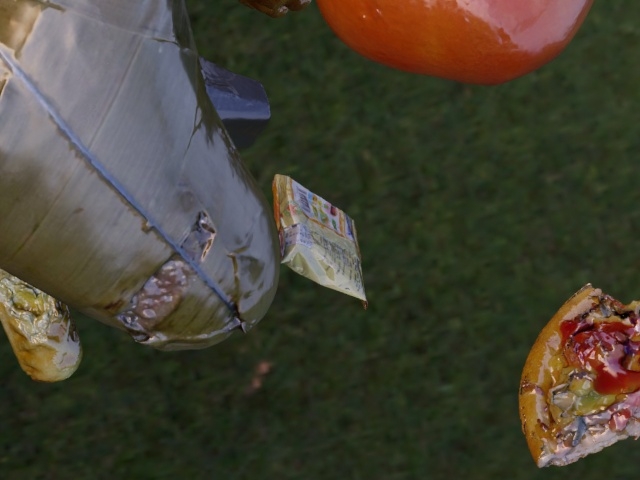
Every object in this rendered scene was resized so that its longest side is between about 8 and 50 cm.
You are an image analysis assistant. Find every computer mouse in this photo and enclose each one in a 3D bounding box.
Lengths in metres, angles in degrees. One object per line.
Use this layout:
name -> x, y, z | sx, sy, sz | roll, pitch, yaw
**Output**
computer mouse -> -0.166, -0.140, 1.826 | 0.264, 0.147, 0.088 | 26, 47, -39

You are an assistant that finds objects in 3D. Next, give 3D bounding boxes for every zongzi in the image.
zongzi -> -0.115, -0.117, 1.328 | 0.356, 0.393, 0.174 | 33, 19, -27

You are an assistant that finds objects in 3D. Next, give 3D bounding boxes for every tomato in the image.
tomato -> 0.111, -0.237, 1.433 | 0.180, 0.259, 0.260 | 83, 19, -53

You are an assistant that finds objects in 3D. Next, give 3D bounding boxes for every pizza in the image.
pizza -> 0.257, 0.097, 1.456 | 0.201, 0.193, 0.053 | -75, 153, -49

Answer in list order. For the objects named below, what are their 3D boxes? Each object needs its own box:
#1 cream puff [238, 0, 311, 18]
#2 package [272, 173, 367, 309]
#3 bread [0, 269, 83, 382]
cream puff -> -0.049, -0.269, 1.656 | 0.094, 0.116, 0.122 | -59, 163, -14
package -> -0.002, -0.001, 1.681 | 0.120, 0.031, 0.108 | 30, 38, -33
bread -> -0.227, 0.066, 1.441 | 0.060, 0.066, 0.110 | -36, 127, -32
